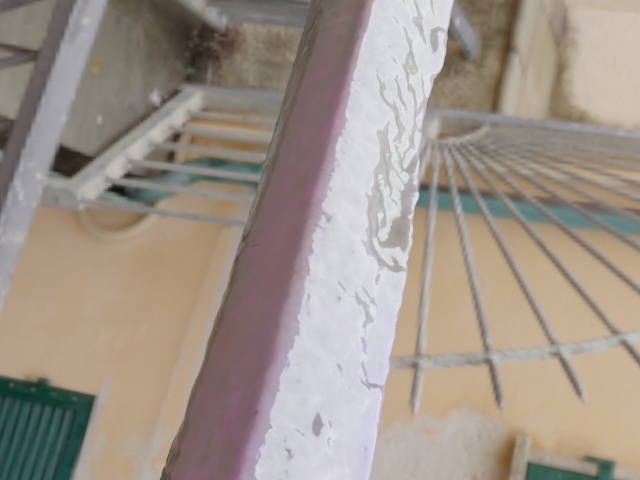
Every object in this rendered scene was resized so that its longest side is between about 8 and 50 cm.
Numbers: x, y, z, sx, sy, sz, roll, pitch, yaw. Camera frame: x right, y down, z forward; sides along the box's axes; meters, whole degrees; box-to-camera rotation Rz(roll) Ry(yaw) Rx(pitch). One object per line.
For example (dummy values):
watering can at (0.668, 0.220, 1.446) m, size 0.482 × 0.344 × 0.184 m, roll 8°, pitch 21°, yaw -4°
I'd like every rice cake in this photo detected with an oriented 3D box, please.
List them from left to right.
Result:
rice cake at (0.000, -0.001, 0.453) m, size 0.064 × 0.070 × 0.399 m, roll 31°, pitch 54°, yaw -26°
